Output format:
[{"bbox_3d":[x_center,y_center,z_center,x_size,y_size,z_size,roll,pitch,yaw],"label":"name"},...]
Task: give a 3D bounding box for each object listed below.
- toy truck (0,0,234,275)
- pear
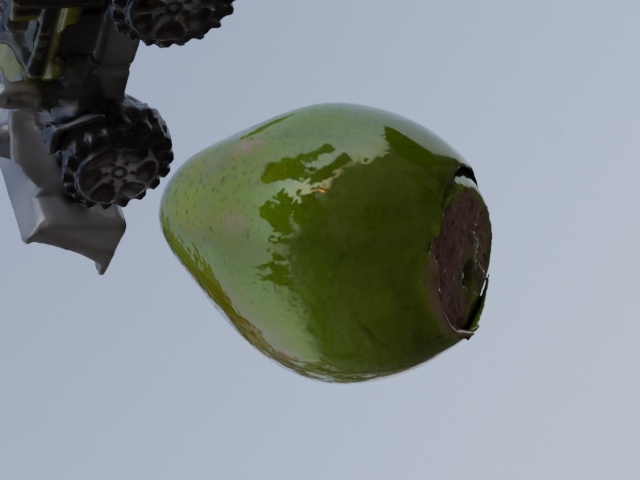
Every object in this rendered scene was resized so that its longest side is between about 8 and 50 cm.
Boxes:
[{"bbox_3d":[-0.126,-0.105,0.858,0.111,0.136,0.286,-5,-38,-24],"label":"toy truck"},{"bbox_3d":[0.000,0.000,1.134,0.187,0.219,0.187,-5,-84,-60],"label":"pear"}]
